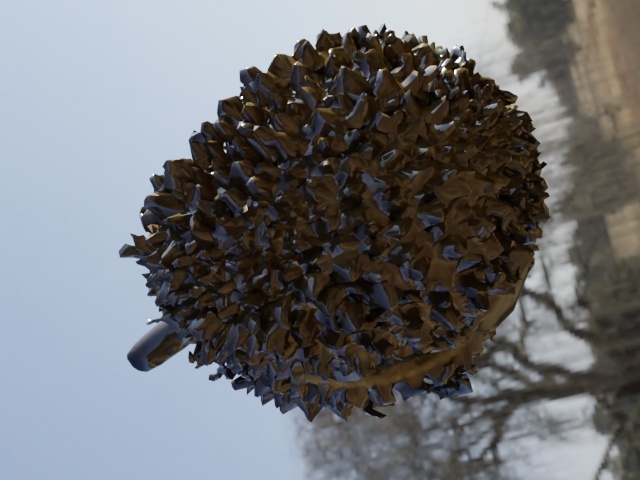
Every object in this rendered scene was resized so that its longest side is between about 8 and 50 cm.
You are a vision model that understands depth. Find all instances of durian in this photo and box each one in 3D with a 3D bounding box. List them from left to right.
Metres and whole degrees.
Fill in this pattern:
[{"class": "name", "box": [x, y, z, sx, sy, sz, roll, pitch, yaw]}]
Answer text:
[{"class": "durian", "box": [0.000, 0.000, 0.553, 0.167, 0.196, 0.196, 51, -179, 31]}]
